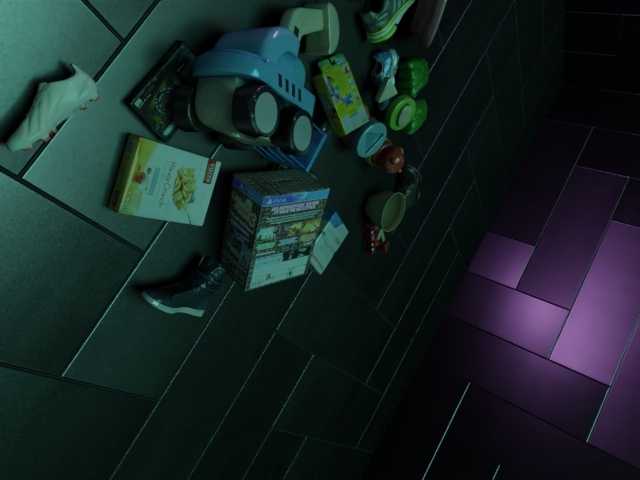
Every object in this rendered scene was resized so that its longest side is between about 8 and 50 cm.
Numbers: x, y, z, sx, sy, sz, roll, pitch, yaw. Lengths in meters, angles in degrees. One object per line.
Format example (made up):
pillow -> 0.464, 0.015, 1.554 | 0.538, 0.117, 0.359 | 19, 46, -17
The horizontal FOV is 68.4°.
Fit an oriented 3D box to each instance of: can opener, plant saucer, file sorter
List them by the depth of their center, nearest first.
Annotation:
file sorter -> -0.094, -0.274, 1.267 | 0.104, 0.170, 0.118 | 34, 80, -53
can opener -> 0.005, -0.363, 1.452 | 0.186, 0.059, 0.073 | -49, 142, -25
plant saucer -> 0.373, -0.825, 1.568 | 0.332, 0.084, 0.332 | 16, 90, -89

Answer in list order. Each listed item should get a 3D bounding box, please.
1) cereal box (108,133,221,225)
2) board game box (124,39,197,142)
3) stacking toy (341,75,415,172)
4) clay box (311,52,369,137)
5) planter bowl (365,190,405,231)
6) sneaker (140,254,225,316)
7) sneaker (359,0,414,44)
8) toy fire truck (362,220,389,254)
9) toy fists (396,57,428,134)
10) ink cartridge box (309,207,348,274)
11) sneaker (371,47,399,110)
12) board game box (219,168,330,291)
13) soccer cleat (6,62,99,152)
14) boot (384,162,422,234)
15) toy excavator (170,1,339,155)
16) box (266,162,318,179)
cereal box -> -0.353, -0.133, 1.098 | 0.240, 0.047, 0.173 | 8, 102, -56
board game box -> -0.327, -0.326, 1.040 | 0.186, 0.026, 0.126 | -57, 145, -16
stacking toy -> 0.240, -0.382, 1.637 | 0.279, 0.130, 0.309 | -53, 147, 13
clay box -> 0.058, -0.443, 1.437 | 0.127, 0.053, 0.222 | -37, 112, -37
planter bowl -> 0.248, -0.127, 1.882 | 0.162, 0.109, 0.162 | -29, 130, -41
sneaker -> -0.341, 0.107, 1.206 | 0.163, 0.086, 0.226 | -56, 156, 2
sneaker -> 0.222, -0.771, 1.478 | 0.121, 0.111, 0.300 | 39, 74, -51
toy fire truck -> 0.234, -0.013, 1.986 | 0.135, 0.047, 0.192 | -38, 136, -37
toy fists -> 0.343, -0.546, 1.787 | 0.142, 0.096, 0.279 | -48, 143, -47
ink cartridge box -> 0.000, 0.000, 1.636 | 0.190, 0.082, 0.139 | -55, 144, -15
sneaker -> 0.213, -0.555, 1.632 | 0.081, 0.080, 0.211 | -13, 126, -19
board game box -> -0.133, -0.035, 1.318 | 0.232, 0.141, 0.291 | -12, 128, -43
soccer cleat -> -0.489, -0.236, 0.842 | 0.196, 0.068, 0.076 | -52, 129, -23
boot -> 0.337, -0.172, 1.999 | 0.229, 0.091, 0.263 | -50, 143, -23
toy excavator -> -0.100, -0.428, 1.129 | 0.433, 0.222, 0.445 | 11, 90, -62
box -> -0.105, -0.159, 1.431 | 0.184, 0.045, 0.190 | 37, 79, -53
